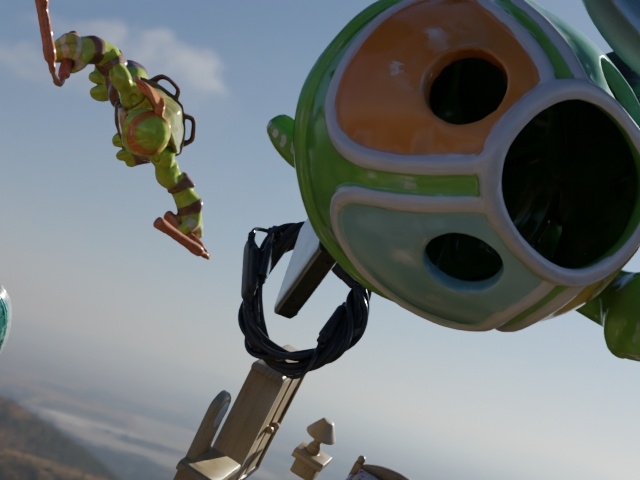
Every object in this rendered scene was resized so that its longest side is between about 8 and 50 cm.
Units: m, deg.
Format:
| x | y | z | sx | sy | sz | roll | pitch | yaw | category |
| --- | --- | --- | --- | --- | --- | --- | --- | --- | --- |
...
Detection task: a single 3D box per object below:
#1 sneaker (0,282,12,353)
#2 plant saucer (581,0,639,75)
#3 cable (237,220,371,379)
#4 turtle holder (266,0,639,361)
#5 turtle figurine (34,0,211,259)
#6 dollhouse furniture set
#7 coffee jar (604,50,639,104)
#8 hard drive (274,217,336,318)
| x | y | z | sx | sy | sz | roll | pitch | yaw | category |
| --- | --- | --- | --- | --- | --- | --- | --- | --- | --- |
| -0.473 | 0.169 | 1.382 | 0.108 | 0.302 | 0.121 | 34 | 25 | -9 | sneaker |
| 0.228 | -0.152 | 0.783 | 0.195 | 0.195 | 0.037 | 21 | -45 | -32 | plant saucer |
| -0.016 | 0.068 | 1.301 | 0.151 | 0.184 | 0.047 | 4 | -20 | -9 | cable |
| 0.129 | -0.026 | 0.831 | 0.243 | 0.320 | 0.227 | -24 | 19 | -18 | turtle holder |
| -0.167 | -0.118 | 1.039 | 0.269 | 0.087 | 0.217 | 57 | -4 | -18 | turtle figurine |
| 0.044 | 0.299 | 1.408 | 0.355 | 0.173 | 0.303 | 29 | 15 | 14 | dollhouse furniture set |
| 0.278 | -0.091 | 1.042 | 0.079 | 0.184 | 0.096 | -30 | -64 | 26 | coffee jar |
| 0.000 | 0.000 | 0.962 | 0.022 | 0.094 | 0.135 | 22 | -30 | -7 | hard drive |
